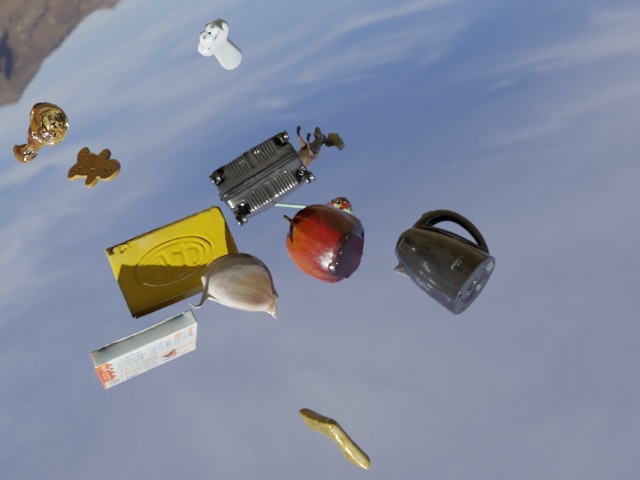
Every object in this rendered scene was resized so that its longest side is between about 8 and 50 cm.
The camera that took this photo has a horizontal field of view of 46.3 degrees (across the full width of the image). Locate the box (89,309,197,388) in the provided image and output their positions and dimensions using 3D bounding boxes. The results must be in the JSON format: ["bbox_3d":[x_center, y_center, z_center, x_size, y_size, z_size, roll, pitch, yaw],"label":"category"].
[{"bbox_3d":[-0.445,0.282,1.916,0.264,0.048,0.273,-22,163,-19],"label":"box"}]

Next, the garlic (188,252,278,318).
[{"bbox_3d":[-0.223,0.098,1.822,0.266,0.129,0.148,3,-150,-37],"label":"garlic"}]

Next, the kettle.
[{"bbox_3d":[0.377,0.042,2.296,0.290,0.207,0.268,36,-99,28],"label":"kettle"}]

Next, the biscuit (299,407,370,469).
[{"bbox_3d":[0.038,0.507,1.919,0.039,0.183,0.174,-47,-163,-22],"label":"biscuit"}]

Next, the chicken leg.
[{"bbox_3d":[-0.768,-0.286,2.042,0.087,0.107,0.251,-14,167,-48],"label":"chicken leg"}]

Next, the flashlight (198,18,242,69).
[{"bbox_3d":[-0.237,-0.464,1.786,0.093,0.047,0.200,-55,168,2],"label":"flashlight"}]

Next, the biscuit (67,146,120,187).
[{"bbox_3d":[-0.702,-0.226,2.347,0.205,0.031,0.138,9,-112,32],"label":"biscuit"}]

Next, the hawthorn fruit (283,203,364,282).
[{"bbox_3d":[0.000,0.000,2.042,0.249,0.215,0.215,26,-134,8],"label":"hawthorn fruit"}]

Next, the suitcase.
[{"bbox_3d":[-0.156,-0.152,1.963,0.229,0.152,0.335,-31,-178,-4],"label":"suitcase"}]

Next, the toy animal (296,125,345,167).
[{"bbox_3d":[-0.031,-0.277,2.302,0.093,0.186,0.214,34,-99,35],"label":"toy animal"}]

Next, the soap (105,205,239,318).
[{"bbox_3d":[-0.376,0.053,1.945,0.324,0.204,0.096,-24,175,-8],"label":"soap"}]

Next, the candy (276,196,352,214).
[{"bbox_3d":[-0.028,-0.111,2.448,0.287,0.084,0.078,8,-144,29],"label":"candy"}]
